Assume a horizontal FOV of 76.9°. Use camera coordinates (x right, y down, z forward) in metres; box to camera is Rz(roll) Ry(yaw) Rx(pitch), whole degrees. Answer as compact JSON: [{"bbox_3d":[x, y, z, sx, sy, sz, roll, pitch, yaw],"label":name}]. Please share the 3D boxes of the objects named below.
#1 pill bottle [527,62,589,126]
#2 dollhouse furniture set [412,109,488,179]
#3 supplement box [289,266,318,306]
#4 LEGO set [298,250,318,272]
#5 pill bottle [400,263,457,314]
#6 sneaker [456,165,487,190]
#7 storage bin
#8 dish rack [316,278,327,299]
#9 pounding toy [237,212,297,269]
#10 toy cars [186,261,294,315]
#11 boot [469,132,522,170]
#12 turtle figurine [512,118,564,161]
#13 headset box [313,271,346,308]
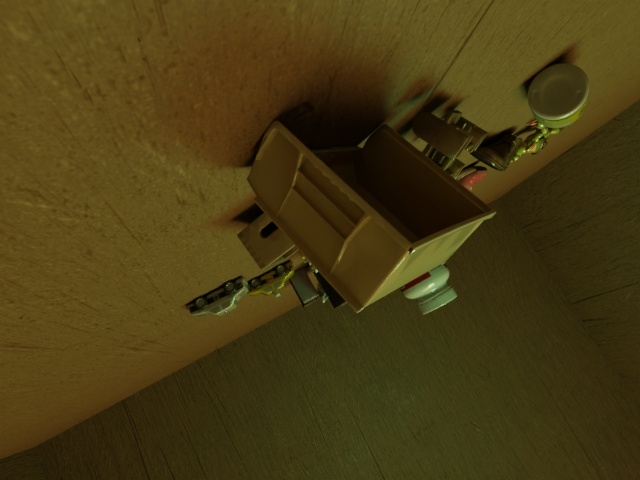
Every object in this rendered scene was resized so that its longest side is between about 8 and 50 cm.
[{"bbox_3d":[0.564,-0.333,0.956,0.119,0.119,0.208,-36,168,30],"label":"pill bottle"},{"bbox_3d":[0.177,-0.154,0.792,0.212,0.161,0.242,-27,152,-56],"label":"dollhouse furniture set"},{"bbox_3d":[-0.071,0.202,1.690,0.073,0.130,0.239,-28,170,-9],"label":"supplement box"},{"bbox_3d":[0.000,0.000,0.995,0.107,0.132,0.287,-35,178,-9],"label":"LEGO set"},{"bbox_3d":[0.422,0.109,1.797,0.228,0.408,0.229,-29,169,-6],"label":"pill bottle"},{"bbox_3d":[0.491,-0.157,1.497,0.313,0.136,0.116,-30,170,2],"label":"sneaker"},{"bbox_3d":[0.073,-0.062,0.589,0.262,0.260,0.123,-17,146,-47],"label":"storage bin"},{"bbox_3d":[0.073,0.116,1.650,0.286,0.072,0.333,-50,172,-9],"label":"dish rack"},{"bbox_3d":[-0.042,-0.044,0.811,0.181,0.094,0.206,-37,177,13],"label":"pounding toy"},{"bbox_3d":[-0.225,0.170,1.275,0.393,0.087,0.176,-17,163,-48],"label":"toy cars"},{"bbox_3d":[0.553,-0.285,1.252,0.305,0.112,0.115,-20,146,-56],"label":"boot"},{"bbox_3d":[0.747,-0.353,1.387,0.217,0.087,0.270,-31,160,-24],"label":"turtle figurine"},{"bbox_3d":[0.090,0.082,1.340,0.110,0.218,0.293,-39,165,35],"label":"headset box"}]
